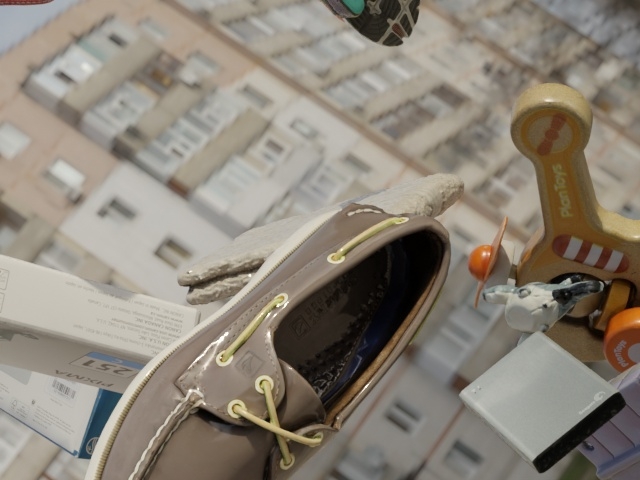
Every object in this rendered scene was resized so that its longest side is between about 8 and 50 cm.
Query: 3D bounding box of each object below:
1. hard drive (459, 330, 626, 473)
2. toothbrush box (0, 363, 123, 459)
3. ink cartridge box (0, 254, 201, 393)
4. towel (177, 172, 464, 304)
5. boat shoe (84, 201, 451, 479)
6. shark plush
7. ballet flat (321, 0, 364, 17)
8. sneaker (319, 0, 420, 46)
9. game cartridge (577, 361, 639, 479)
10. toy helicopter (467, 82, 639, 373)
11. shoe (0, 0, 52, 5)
[{"bbox_3d":[0.188,0.137,1.364,0.094,0.022,0.135,-38,29,-7],"label":"hard drive"},{"bbox_3d":[-0.237,0.188,1.972,0.295,0.216,0.126,19,-87,-48],"label":"toothbrush box"},{"bbox_3d":[-0.298,0.079,1.471,0.261,0.296,0.066,-26,51,57],"label":"ink cartridge box"},{"bbox_3d":[0.000,0.000,1.692,0.282,0.049,0.187,-16,9,27],"label":"towel"},{"bbox_3d":[-0.030,0.095,1.056,0.097,0.116,0.324,-6,35,53],"label":"boat shoe"},{"bbox_3d":[0.209,0.046,1.467,0.067,0.073,0.161,-31,-11,-21],"label":"shark plush"},{"bbox_3d":[-0.001,-0.269,1.621,0.041,0.114,0.041,-27,32,19],"label":"ballet flat"},{"bbox_3d":[0.002,-0.333,1.873,0.107,0.279,0.118,-54,22,-5],"label":"sneaker"},{"bbox_3d":[0.403,0.247,1.445,0.068,0.355,0.230,-45,-2,-29],"label":"game cartridge"},{"bbox_3d":[0.251,-0.011,1.688,0.140,0.235,0.355,-70,-31,-48],"label":"toy helicopter"},{"bbox_3d":[-0.293,-0.206,1.320,0.063,0.178,0.081,-74,-7,-49],"label":"shoe"}]
